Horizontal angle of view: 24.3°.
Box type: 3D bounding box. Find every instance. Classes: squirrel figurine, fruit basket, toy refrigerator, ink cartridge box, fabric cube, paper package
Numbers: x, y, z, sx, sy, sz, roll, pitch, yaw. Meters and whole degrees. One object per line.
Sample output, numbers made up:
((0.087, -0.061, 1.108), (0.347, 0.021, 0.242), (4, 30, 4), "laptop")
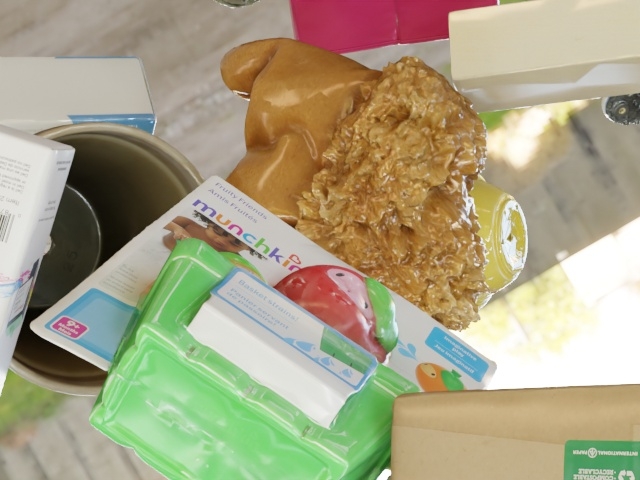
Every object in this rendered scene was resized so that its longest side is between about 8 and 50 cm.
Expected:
((0.000, 0.000, 1.563), (0.397, 0.281, 0.370), (-1, -125, 58), "squirrel figurine")
((-0.020, 0.080, 1.227), (0.165, 0.327, 0.353), (-59, 173, 34), "fruit basket")
((0.283, -0.215, 1.631), (0.270, 0.094, 0.102), (-7, 161, 15), "toy refrigerator")
((-0.387, 0.010, 1.476), (0.117, 0.201, 0.278), (-67, 175, -86), "ink cartridge box")
((0.071, -0.407, 1.759), (0.259, 0.254, 0.258), (-8, 143, 1), "fabric cube")
((0.253, 0.189, 1.089), (0.325, 0.168, 0.309), (-5, 172, 33), "paper package")
((-0.368, -0.101, 2.056), (0.223, 0.129, 0.307), (-4, 141, -21), "ink cartridge box")

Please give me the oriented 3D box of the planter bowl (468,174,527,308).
((0.212, -0.003, 1.938), (0.090, 0.217, 0.217), (-4, -169, 29), "planter bowl")

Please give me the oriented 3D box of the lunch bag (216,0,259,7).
((-0.169, -0.505, 2.172), (0.213, 0.256, 0.305), (-21, -140, -12), "lunch bag")

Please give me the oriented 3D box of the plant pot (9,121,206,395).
((-0.317, 0.013, 1.840), (0.323, 0.323, 0.280), (-29, -164, -22), "plant pot")

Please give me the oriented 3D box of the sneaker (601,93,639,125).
((0.403, -0.228, 1.724), (0.237, 0.085, 0.086), (-48, -139, -9), "sneaker")
